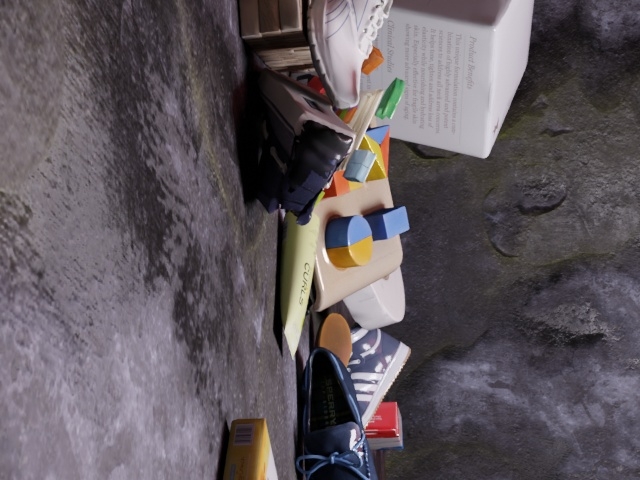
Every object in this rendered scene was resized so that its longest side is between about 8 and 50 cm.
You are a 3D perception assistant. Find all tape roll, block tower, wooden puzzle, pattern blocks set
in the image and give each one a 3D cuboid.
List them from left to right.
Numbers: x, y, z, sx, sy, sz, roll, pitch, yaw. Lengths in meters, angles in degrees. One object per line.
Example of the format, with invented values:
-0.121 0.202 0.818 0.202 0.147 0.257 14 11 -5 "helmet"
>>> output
-0.055 -0.330 1.788 0.335 0.090 0.097 25 60 -82 "block tower"
0.019 -0.170 1.776 0.325 0.026 0.285 -9 -123 61 "pattern blocks set"
0.075 -0.006 2.374 0.392 0.072 0.392 -18 90 -76 "tape roll"
0.066 -0.075 2.085 0.322 0.080 0.348 -23 108 -58 "wooden puzzle"

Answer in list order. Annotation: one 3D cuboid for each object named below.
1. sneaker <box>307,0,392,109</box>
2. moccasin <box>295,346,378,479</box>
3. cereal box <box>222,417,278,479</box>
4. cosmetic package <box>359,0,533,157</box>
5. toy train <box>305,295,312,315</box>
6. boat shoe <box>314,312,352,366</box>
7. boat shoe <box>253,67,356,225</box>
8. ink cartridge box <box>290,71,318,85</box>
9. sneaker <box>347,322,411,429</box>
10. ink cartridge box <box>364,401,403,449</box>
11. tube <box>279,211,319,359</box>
0.044 -0.337 1.706 0.111 0.129 0.297 66 22 -74 "sneaker"
0.011 0.336 1.917 0.117 0.137 0.342 68 4 -56 "moccasin"
-0.075 0.353 1.369 0.173 0.047 0.240 -86 170 -50 "cereal box"
0.199 -0.420 2.314 0.329 0.393 0.327 87 24 -47 "cosmetic package"
-0.036 0.099 1.979 0.158 0.027 0.036 69 28 -70 "toy train"
0.013 0.241 2.177 0.073 0.073 0.207 -35 -135 52 "boat shoe"
-0.053 -0.143 1.705 0.158 0.127 0.340 -63 -163 14 "boat shoe"
-0.015 -0.242 2.166 0.175 0.072 0.127 -87 170 -50 "ink cartridge box"
0.056 0.290 2.385 0.282 0.153 0.099 -55 -173 -27 "sneaker"
0.111 0.413 2.590 0.231 0.134 0.078 71 17 -69 "ink cartridge box"
-0.039 0.065 1.851 0.070 0.062 0.240 30 50 -31 "tube"
